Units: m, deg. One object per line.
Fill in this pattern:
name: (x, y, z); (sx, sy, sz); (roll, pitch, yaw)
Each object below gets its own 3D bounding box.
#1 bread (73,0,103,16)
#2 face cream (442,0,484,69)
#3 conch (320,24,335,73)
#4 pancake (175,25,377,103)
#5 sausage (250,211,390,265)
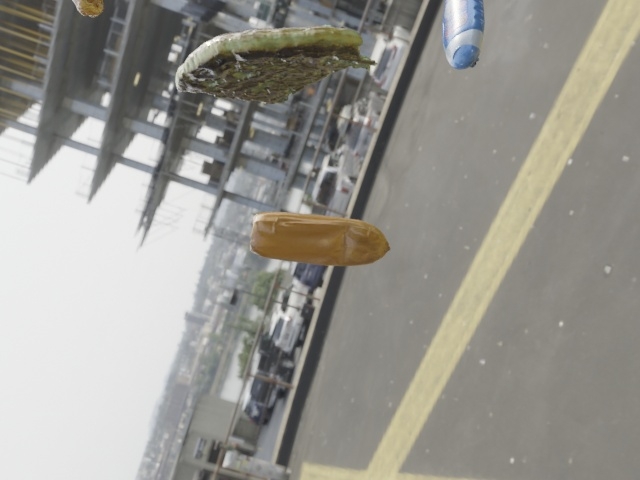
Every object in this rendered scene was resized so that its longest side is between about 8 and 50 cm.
bread: (-0.580, -0.605, 1.708); (0.044, 0.111, 0.083); (-26, 0, 31)
face cream: (0.390, -0.579, 1.890); (0.149, 0.083, 0.264); (-42, 38, 53)
conch: (0.015, -0.607, 2.231); (0.188, 0.122, 0.176); (-55, 3, 20)
pancake: (-0.095, -0.368, 1.430); (0.427, 0.305, 0.067); (-10, 79, 43)
sausage: (0.000, -0.002, 1.762); (0.116, 0.354, 0.134); (-94, 11, -65)
